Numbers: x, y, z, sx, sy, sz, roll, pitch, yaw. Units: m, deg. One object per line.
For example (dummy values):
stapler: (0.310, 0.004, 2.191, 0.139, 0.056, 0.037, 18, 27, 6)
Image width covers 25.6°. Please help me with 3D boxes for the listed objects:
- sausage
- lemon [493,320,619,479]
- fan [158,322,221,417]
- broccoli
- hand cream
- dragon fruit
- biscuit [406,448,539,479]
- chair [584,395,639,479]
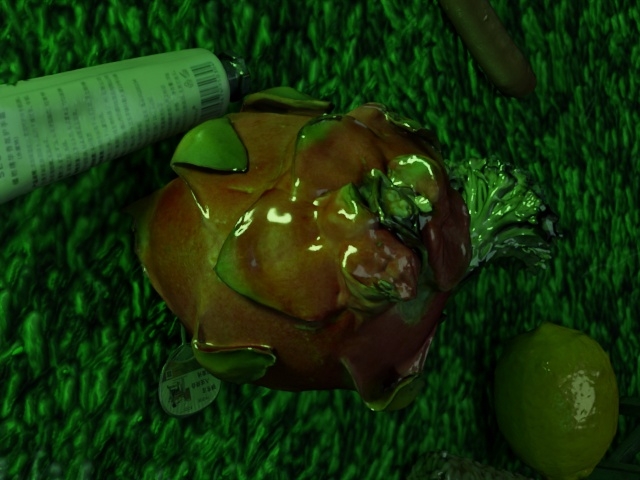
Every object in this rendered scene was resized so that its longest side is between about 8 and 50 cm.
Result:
sausage: (0.137, -0.192, 1.219, 0.186, 0.043, 0.043, 52, 57, -35)
lemon: (0.211, 0.147, 1.263, 0.114, 0.114, 0.155, -16, 105, -45)
fan: (-0.100, 0.094, 1.011, 0.060, 0.003, 0.080, -51, 126, -33)
broccoli: (0.109, 0.023, 1.173, 0.204, 0.118, 0.122, -50, 157, -14)
hand cream: (-0.144, -0.083, 0.930, 0.234, 0.050, 0.080, -22, 112, -39)
dragon fruit: (-0.002, 0.001, 0.959, 0.224, 0.227, 0.224, -4, 95, -56)
biscuit: (0.139, 0.235, 1.225, 0.168, 0.070, 0.082, 25, 66, -42)
chair: (0.378, 0.248, 1.331, 0.147, 0.270, 0.136, -33, 116, -41)
